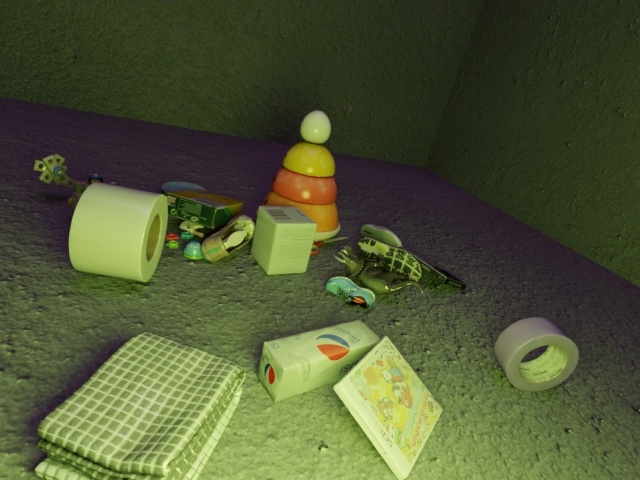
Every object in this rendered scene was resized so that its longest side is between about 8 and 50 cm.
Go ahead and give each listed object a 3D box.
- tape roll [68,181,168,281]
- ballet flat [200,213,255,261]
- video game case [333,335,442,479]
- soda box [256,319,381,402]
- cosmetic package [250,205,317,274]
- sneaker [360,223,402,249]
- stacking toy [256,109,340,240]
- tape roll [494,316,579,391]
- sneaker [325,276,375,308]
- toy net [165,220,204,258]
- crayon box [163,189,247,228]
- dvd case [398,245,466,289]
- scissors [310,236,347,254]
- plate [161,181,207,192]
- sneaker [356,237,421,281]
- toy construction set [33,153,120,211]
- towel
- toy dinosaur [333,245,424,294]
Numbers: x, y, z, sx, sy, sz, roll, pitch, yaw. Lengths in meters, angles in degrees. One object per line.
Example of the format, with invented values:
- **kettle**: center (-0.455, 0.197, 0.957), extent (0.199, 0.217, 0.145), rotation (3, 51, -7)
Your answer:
- **tape roll**: center (-0.527, -0.022, 1.074), extent (0.169, 0.246, 0.246), rotation (10, 24, -9)
- **ballet flat**: center (-0.281, -0.020, 1.375), extent (0.106, 0.108, 0.316), rotation (-21, 17, 27)
- **video game case**: center (0.151, 0.334, 0.845), extent (0.206, 0.026, 0.227), rotation (52, 34, 11)
- **soda box**: center (0.004, 0.269, 0.928), extent (0.286, 0.098, 0.091), rotation (-3, 29, -37)
- **cosmetic package**: center (-0.127, -0.004, 1.347), extent (0.151, 0.184, 0.151), rotation (-2, 28, -33)
- **sneaker**: center (0.277, -0.016, 1.715), extent (0.091, 0.094, 0.258), rotation (-2, 23, -29)
- **stacking toy**: center (-0.051, -0.267, 1.589), extent (0.350, 0.480, 0.350), rotation (11, 19, -4)
- **tape roll**: center (0.573, 0.304, 1.073), extent (0.189, 0.189, 0.080), rotation (11, 23, -8)
- **sneaker**: center (0.090, 0.165, 1.255), extent (0.162, 0.063, 0.073), rotation (19, 27, 11)
- **toy net**: center (-0.453, -0.011, 1.351), extent (0.122, 0.045, 0.232), rotation (4, 24, -19)
- **crayon box**: center (-0.426, -0.125, 1.521), extent (0.202, 0.081, 0.318), rotation (17, 11, 7)
- **dvd case**: center (0.433, 0.106, 1.567), extent (0.179, 0.030, 0.238), rotation (18, 15, -44)
- **scissors**: center (0.000, 0.000, 1.620), extent (0.109, 0.021, 0.297), rotation (24, 26, 25)
- **plate**: center (-0.588, -0.212, 1.739), extent (0.188, 0.024, 0.188), rotation (12, 23, -5)
- **sneaker**: center (0.276, 0.063, 1.556), extent (0.279, 0.107, 0.118), rotation (32, 15, 26)
- **toy construction set**: center (-0.810, -0.166, 1.370), extent (0.327, 0.151, 0.215), rotation (36, 29, 18)
- **towel**: center (-0.284, 0.287, 0.684), extent (0.235, 0.121, 0.284), rotation (17, 24, 7)
- **toy dinosaur**: center (0.199, 0.132, 1.370), extent (0.160, 0.121, 0.313), rotation (-23, 47, -38)
